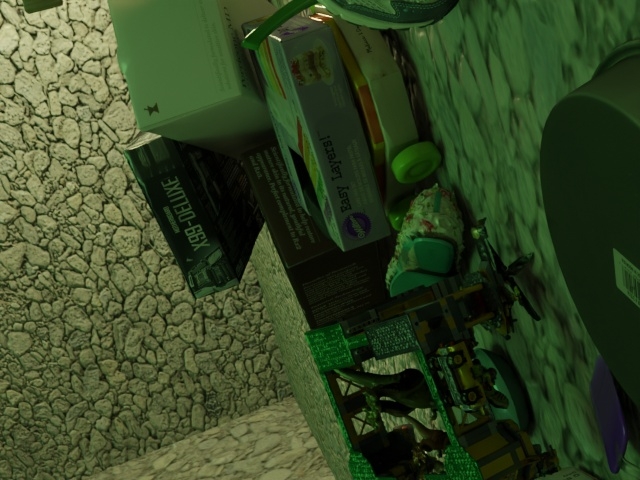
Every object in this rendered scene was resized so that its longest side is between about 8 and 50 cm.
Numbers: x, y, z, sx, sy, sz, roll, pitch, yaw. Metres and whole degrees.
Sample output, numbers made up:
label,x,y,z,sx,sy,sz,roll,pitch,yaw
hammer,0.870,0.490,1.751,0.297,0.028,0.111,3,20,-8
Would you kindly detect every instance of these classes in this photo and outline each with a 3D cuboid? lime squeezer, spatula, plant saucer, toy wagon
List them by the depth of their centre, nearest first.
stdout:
label,x,y,z,sx,sy,sz,roll,pitch,yaw
spatula,0.288,0.221,0.917,0.084,0.030,0.296,84,163,-50
lime squeezer,-0.008,-0.331,1.249,0.059,0.110,0.310,99,180,-68
plant saucer,0.213,0.177,1.299,0.119,0.021,0.119,159,90,-82
toy wagon,0.057,-0.139,1.375,0.344,0.068,0.267,87,161,-62

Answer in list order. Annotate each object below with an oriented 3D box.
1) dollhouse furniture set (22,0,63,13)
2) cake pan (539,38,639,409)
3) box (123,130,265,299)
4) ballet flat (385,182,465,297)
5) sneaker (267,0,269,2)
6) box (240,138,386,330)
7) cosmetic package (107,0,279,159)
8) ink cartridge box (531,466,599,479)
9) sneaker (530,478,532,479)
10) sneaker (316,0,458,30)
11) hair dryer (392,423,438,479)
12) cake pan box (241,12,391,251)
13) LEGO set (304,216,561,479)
label,x,y,z,sx,sy,sz,roll,pitch,yaw
dollhouse furniture set,-0.233,-0.463,1.297,0.174,0.356,0.303,-17,-87,-83
cake pan,0.229,0.015,0.738,0.293,0.054,0.293,159,90,-81
box,-0.174,-0.088,1.681,0.307,0.077,0.242,-75,-37,-65
ballet flat,0.128,0.008,1.309,0.241,0.091,0.077,105,174,-68
sneaker,-0.140,-0.365,1.889,0.107,0.118,0.279,-160,51,-79
box,0.000,0.000,1.682,0.381,0.143,0.191,78,170,-68
cosmetic package,-0.135,-0.237,1.560,0.365,0.155,0.197,5,-110,-74
ink cartridge box,0.229,0.393,1.108,0.115,0.198,0.272,-172,62,-80
sneaker,0.235,0.303,1.319,0.084,0.058,0.152,95,150,-83
sneaker,-0.003,-0.280,0.954,0.283,0.110,0.122,34,179,3
hair dryer,0.212,0.443,1.828,0.223,0.080,0.293,54,-166,-58
cake pan box,-0.007,-0.135,1.341,0.246,0.070,0.266,-126,17,-69
LEGO set,0.144,0.142,1.179,0.255,0.192,0.331,65,154,9
